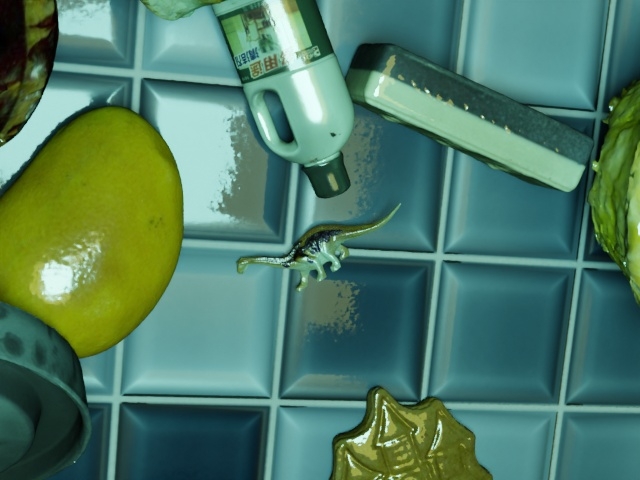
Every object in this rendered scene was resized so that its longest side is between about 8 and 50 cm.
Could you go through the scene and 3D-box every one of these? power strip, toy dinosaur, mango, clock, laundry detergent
[{"bbox_3d":[0.153,-0.121,1.082,0.257,0.105,0.070,21,95,-15],"label":"power strip"},{"bbox_3d":[0.004,0.014,1.107,0.180,0.037,0.058,-23,108,-8],"label":"toy dinosaur"},{"bbox_3d":[-0.220,0.004,1.002,0.175,0.139,0.254,43,82,-23],"label":"mango"},{"bbox_3d":[-0.365,0.152,0.928,0.325,0.067,0.325,-8,145,-6],"label":"clock"},{"bbox_3d":[-0.024,-0.149,1.054,0.099,0.070,0.225,-19,104,7],"label":"laundry detergent"}]

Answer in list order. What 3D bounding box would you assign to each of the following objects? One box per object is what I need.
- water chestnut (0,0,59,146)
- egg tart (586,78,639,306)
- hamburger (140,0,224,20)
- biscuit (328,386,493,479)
[{"bbox_3d":[-0.340,-0.201,0.901,0.300,0.300,0.300,-2,100,-13],"label":"water chestnut"},{"bbox_3d":[0.383,-0.058,1.099,0.345,0.132,0.345,-12,108,-41],"label":"egg tart"},{"bbox_3d":[-0.098,-0.322,0.952,0.168,0.192,0.288,-1,59,-18],"label":"hamburger"},{"bbox_3d":[0.094,0.259,1.170,0.182,0.034,0.215,-22,104,-9],"label":"biscuit"}]
